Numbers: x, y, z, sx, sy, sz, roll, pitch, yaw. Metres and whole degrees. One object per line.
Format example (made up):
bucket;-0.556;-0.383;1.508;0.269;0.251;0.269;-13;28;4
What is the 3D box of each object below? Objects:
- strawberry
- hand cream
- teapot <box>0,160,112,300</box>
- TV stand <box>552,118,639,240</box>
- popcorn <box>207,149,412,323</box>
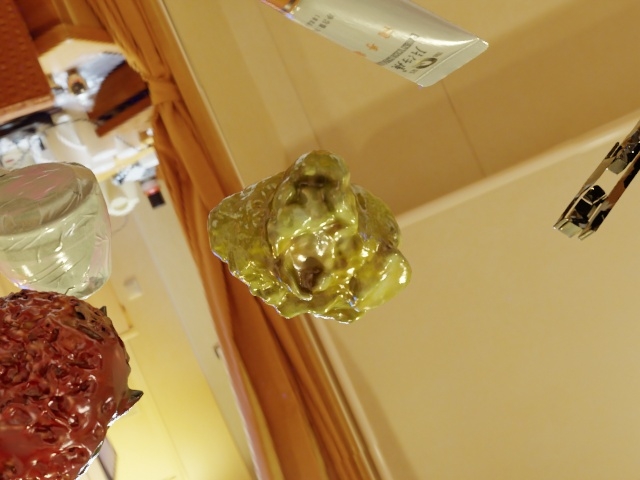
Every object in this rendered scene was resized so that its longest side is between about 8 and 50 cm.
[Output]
strawberry;-0.249;0.118;0.527;0.201;0.184;0.187;17;-174;-21
hand cream;0.057;-0.289;0.891;0.314;0.089;0.139;17;160;-23
teapot;-0.390;-0.001;0.931;0.221;0.178;0.163;2;-142;14
TV stand;0.389;-0.095;0.889;0.249;0.042;0.036;-47;172;-22
popcorn;-0.006;-0.008;1.248;0.292;0.293;0.334;-49;136;11
